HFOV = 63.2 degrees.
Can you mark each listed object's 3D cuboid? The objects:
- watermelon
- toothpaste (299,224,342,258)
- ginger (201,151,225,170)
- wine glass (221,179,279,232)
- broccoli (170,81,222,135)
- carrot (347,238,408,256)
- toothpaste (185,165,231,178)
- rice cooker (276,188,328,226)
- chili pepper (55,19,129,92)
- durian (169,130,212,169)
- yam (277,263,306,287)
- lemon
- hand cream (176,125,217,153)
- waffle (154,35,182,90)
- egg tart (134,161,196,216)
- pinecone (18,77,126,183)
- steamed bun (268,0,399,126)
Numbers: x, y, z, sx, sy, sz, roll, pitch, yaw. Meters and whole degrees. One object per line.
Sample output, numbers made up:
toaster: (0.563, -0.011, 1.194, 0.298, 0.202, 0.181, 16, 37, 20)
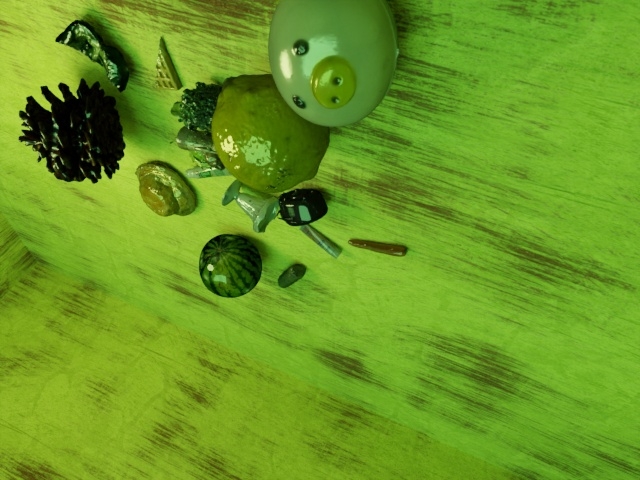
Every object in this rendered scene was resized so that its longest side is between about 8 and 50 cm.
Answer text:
watermelon: (-0.406, 0.117, 2.343, 0.285, 0.285, 0.285, 20, 144, 15)
toothpaste: (0.000, 0.000, 2.116, 0.194, 0.043, 0.067, 38, 148, -1)
ginger: (-0.318, -0.330, 1.840, 0.204, 0.080, 0.104, -33, 91, 10)
wine glass: (-0.275, -0.139, 2.043, 0.197, 0.165, 0.165, 31, 145, 5)
broccoli: (-0.400, -0.449, 1.802, 0.199, 0.177, 0.275, 7, -174, -25)
carrot: (0.215, 0.025, 1.989, 0.248, 0.043, 0.043, 11, 141, 29)
toothpaste: (-0.408, -0.279, 2.061, 0.315, 0.055, 0.058, -2, 179, 33)
rice cooker: (-0.071, -0.124, 1.926, 0.203, 0.142, 0.118, 1, 123, 35)
chili pepper: (-0.766, -0.650, 1.821, 0.148, 0.116, 0.264, -26, 118, 37)
durian: (-0.424, -0.342, 1.945, 0.375, 0.106, 0.132, 14, 137, 16)
yam: (-0.133, 0.163, 2.381, 0.078, 0.078, 0.179, 37, 146, -9)
lemon: (-0.157, -0.327, 1.570, 0.387, 0.349, 0.350, 44, 143, -13)
hand cream: (-0.390, -0.329, 1.785, 0.203, 0.084, 0.084, 19, 144, 16)
waffle: (-0.555, -0.605, 1.781, 0.125, 0.032, 0.191, 13, 139, 28)
egg tart: (-0.701, -0.203, 2.298, 0.319, 0.128, 0.319, 22, 146, 16)
pinecone: (-0.933, -0.411, 1.957, 0.398, 0.397, 0.397, 20, 144, 15)
steamed bun: (0.028, -0.465, 1.284, 0.334, 0.334, 0.373, 20, 138, 15)
